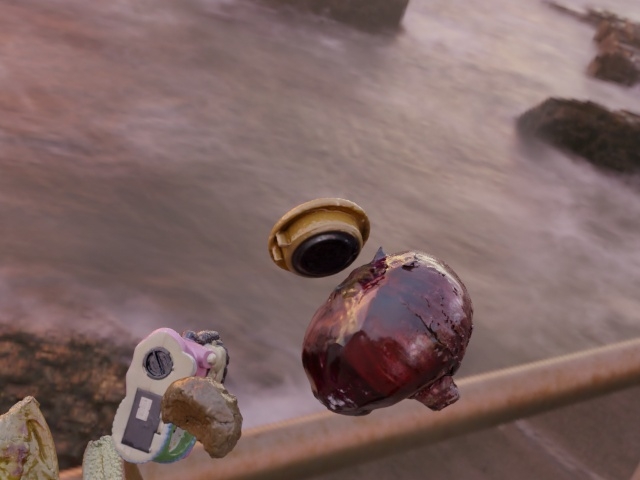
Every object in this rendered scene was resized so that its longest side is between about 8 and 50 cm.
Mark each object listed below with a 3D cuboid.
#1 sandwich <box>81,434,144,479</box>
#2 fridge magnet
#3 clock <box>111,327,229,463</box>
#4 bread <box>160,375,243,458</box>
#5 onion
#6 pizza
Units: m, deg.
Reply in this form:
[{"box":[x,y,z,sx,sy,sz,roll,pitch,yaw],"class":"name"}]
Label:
[{"box":[-0.388,0.498,1.852,0.094,0.258,0.096,-12,27,14],"class":"sandwich"},{"box":[0.000,0.000,1.280,0.143,0.143,0.063,5,45,-25],"class":"fridge magnet"},{"box":[-0.203,0.217,1.347,0.100,0.194,0.195,18,0,16],"class":"clock"},{"box":[-0.138,0.203,1.151,0.113,0.082,0.060,31,31,30],"class":"bread"},{"box":[0.100,0.132,1.239,0.219,0.252,0.252,50,28,-2],"class":"onion"},{"box":[-0.590,0.462,1.797,0.223,0.324,0.089,0,-10,-43],"class":"pizza"}]
